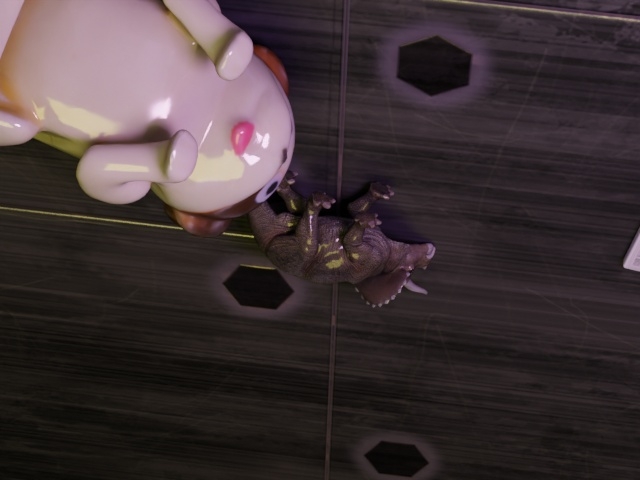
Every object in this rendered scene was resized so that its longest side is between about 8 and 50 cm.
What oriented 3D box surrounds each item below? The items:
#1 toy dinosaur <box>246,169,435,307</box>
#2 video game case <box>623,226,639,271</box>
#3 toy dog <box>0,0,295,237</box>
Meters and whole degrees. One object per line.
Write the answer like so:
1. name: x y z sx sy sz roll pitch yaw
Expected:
1. toy dinosaur: 0.000 0.000 2.226 0.313 0.121 0.160 10 126 -6
2. video game case: 0.465 -0.004 2.201 0.143 0.019 0.157 13 138 -4
3. toy dog: -0.215 -0.153 1.969 0.408 0.284 0.395 25 164 -23
